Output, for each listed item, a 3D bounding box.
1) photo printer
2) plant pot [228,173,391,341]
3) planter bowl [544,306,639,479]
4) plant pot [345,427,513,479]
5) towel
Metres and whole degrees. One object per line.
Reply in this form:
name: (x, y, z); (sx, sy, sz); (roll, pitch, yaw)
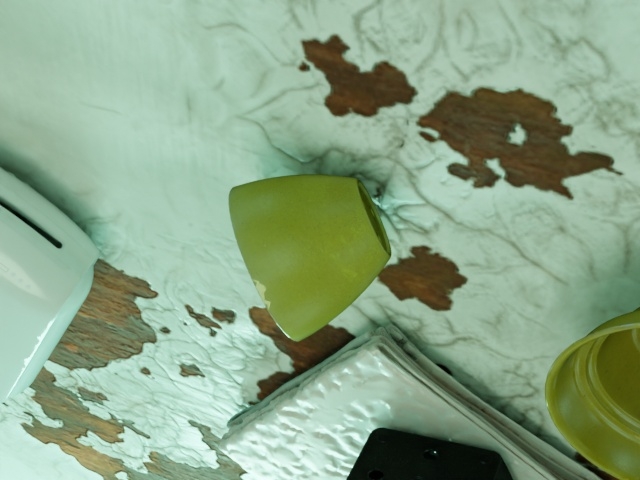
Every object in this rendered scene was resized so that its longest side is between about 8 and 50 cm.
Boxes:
photo printer: (-0.370, 0.025, 1.060); (0.256, 0.107, 0.307); (34, 141, -8)
plant pot: (0.000, 0.000, 0.823); (0.095, 0.134, 0.134); (-24, 124, 10)
planter bowl: (0.287, 0.103, 0.783); (0.217, 0.090, 0.217); (16, 140, 14)
plant pot: (0.091, 0.284, 0.958); (0.188, 0.187, 0.167); (8, 123, 22)
towel: (0.089, 0.240, 1.078); (0.317, 0.053, 0.332); (38, 139, -12)
